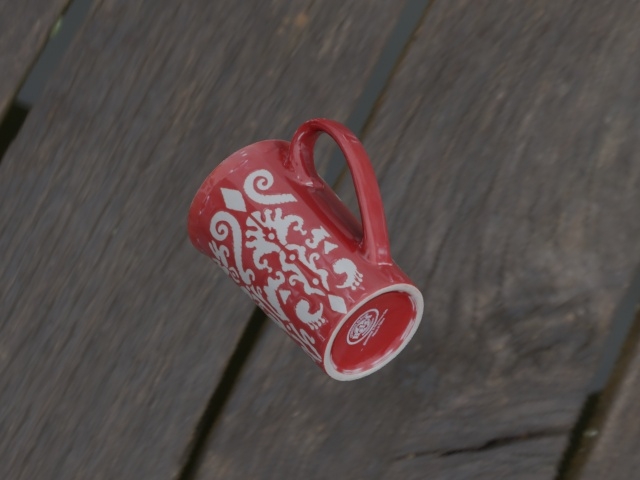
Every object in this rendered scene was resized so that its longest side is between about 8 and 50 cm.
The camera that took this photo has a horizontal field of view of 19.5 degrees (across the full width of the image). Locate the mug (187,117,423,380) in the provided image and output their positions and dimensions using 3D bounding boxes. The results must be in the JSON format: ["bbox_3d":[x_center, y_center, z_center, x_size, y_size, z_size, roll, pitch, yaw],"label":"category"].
[{"bbox_3d":[-0.008,0.005,1.384,0.113,0.150,0.169,-24,51,-25],"label":"mug"}]
